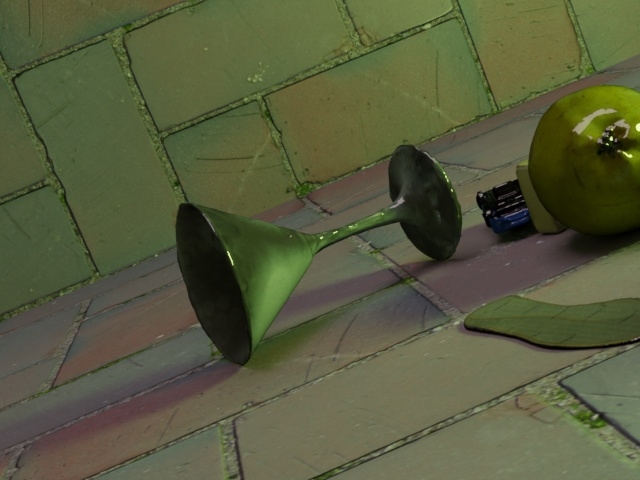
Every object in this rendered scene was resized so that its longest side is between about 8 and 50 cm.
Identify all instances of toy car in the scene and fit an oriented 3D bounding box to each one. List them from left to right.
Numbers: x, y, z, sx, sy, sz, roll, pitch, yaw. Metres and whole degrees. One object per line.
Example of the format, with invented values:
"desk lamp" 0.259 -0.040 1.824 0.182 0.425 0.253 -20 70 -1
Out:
"toy car" 0.318 -0.053 1.841 0.103 0.063 0.216 -22 15 8

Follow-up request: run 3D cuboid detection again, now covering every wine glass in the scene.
"wine glass" 0.000 0.000 1.745 0.406 0.267 0.267 -22 8 -23

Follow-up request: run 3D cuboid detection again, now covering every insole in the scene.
"insole" 0.274 0.090 1.283 0.119 0.009 0.348 -26 10 -21

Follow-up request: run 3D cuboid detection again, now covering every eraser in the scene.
"eraser" 0.396 -0.096 1.728 0.172 0.117 0.058 -26 10 -23

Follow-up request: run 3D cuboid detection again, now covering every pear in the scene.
"pear" 0.391 -0.111 1.542 0.212 0.212 0.269 -21 -7 6
